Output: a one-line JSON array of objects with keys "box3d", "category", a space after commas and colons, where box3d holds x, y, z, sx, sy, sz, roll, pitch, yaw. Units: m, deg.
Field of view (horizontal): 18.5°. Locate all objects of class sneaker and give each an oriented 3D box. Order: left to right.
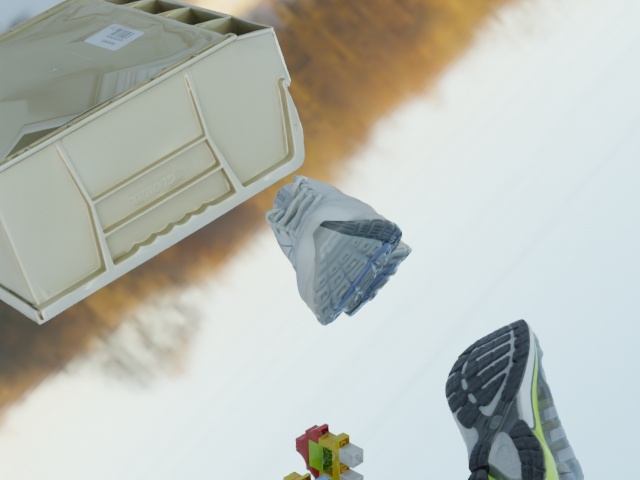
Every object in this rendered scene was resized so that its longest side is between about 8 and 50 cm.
[{"box3d": [0.000, 0.000, 1.771, 0.111, 0.129, 0.297, -48, 174, -1], "category": "sneaker"}, {"box3d": [0.206, 0.206, 2.021, 0.111, 0.121, 0.300, -28, -144, 23], "category": "sneaker"}]

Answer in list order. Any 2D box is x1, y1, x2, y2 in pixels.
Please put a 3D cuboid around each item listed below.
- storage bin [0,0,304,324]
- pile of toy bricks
[{"box3d": [-0.186, -0.083, 1.526, 0.260, 0.123, 0.262, -31, -152, -23], "category": "storage bin"}, {"box3d": [-0.025, 0.289, 1.960, 0.118, 0.105, 0.212, -26, 126, -39], "category": "pile of toy bricks"}]
